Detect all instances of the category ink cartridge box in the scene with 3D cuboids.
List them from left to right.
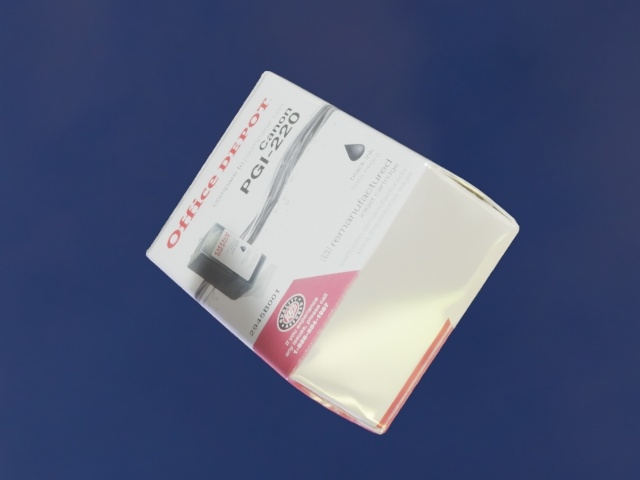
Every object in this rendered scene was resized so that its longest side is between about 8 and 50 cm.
[{"bbox_3d":[0.000,0.000,1.047,0.159,0.092,0.218,-57,-146,1],"label":"ink cartridge box"}]
